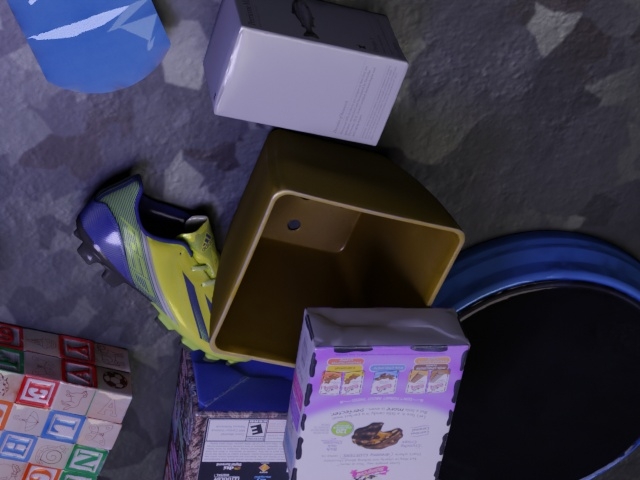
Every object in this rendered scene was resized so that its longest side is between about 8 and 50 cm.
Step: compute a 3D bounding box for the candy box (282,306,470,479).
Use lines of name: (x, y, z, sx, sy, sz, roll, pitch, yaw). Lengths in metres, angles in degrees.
candy box: (0.054, 0.167, 1.667, 0.165, 0.070, 0.196, 1, 125, -13)

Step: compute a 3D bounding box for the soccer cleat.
soccer cleat: (-0.145, 0.037, 1.753, 0.121, 0.093, 0.289, -41, 124, 10)

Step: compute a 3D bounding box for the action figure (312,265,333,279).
action figure: (-0.008, 0.075, 1.847, 0.038, 0.030, 0.115, 5, 129, -8)

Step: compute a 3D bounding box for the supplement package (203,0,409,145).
supplement package: (-0.018, -0.180, 1.611, 0.179, 0.105, 0.105, 9, 123, -19)

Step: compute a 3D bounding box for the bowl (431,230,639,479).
bowl: (0.255, 0.168, 1.940, 0.391, 0.077, 0.391, -6, 127, -7)

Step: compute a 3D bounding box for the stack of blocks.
stack of blocks: (-0.352, 0.249, 1.865, 0.171, 0.087, 0.297, 14, 121, -21)

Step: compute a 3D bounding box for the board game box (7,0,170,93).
board game box: (-0.232, -0.228, 1.579, 0.133, 0.033, 0.168, -18, 122, 8)

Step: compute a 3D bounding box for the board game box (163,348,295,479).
board game box: (-0.062, 0.272, 1.908, 0.232, 0.141, 0.291, 3, 125, -13)

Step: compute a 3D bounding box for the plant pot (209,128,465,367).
plant pot: (0.000, 0.000, 1.695, 0.212, 0.187, 0.212, 12, 122, -21)
